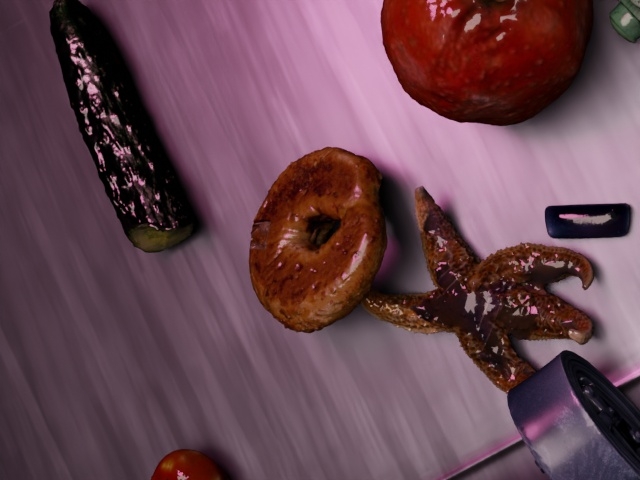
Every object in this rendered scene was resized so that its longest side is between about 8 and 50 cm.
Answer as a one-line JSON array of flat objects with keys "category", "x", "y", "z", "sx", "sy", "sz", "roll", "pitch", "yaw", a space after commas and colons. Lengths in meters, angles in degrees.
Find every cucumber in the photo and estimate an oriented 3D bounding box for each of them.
[{"category": "cucumber", "x": -0.226, "y": -0.129, "z": 1.634, "sx": 0.072, "sy": 0.081, "sz": 0.303, "roll": -19, "pitch": 74, "yaw": -21}]

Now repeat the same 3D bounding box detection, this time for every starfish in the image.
[{"category": "starfish", "x": 0.151, "y": 0.051, "z": 1.475, "sx": 0.238, "sy": 0.071, "sz": 0.216, "roll": -8, "pitch": 82, "yaw": 16}]

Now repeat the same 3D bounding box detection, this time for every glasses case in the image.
[{"category": "glasses case", "x": 0.256, "y": -0.019, "z": 1.447, "sx": 0.083, "sy": 0.023, "sz": 0.033, "roll": -1, "pitch": 88, "yaw": 24}]

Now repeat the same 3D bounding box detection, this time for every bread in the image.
[{"category": "bread", "x": 0.000, "y": 0.000, "z": 1.511, "sx": 0.193, "sy": 0.064, "sz": 0.193, "roll": -22, "pitch": 59, "yaw": 41}]

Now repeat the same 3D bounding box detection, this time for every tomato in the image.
[{"category": "tomato", "x": -0.138, "y": 0.265, "z": 1.596, "sx": 0.087, "sy": 0.075, "sz": 0.087, "roll": 7, "pitch": 101, "yaw": 37}]

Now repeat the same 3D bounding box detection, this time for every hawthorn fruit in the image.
[{"category": "hawthorn fruit", "x": 0.153, "y": -0.208, "z": 1.367, "sx": 0.205, "sy": 0.253, "sz": 0.205, "roll": -1, "pitch": 82, "yaw": 4}]

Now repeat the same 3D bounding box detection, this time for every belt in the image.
[{"category": "belt", "x": 0.255, "y": 0.193, "z": 1.378, "sx": 0.082, "sy": 0.141, "sz": 0.190, "roll": -39, "pitch": 108, "yaw": 21}]

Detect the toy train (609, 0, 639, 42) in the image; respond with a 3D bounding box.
[{"category": "toy train", "x": 0.344, "y": -0.301, "z": 1.379, "sx": 0.248, "sy": 0.101, "sz": 0.159, "roll": -44, "pitch": 58, "yaw": 17}]
